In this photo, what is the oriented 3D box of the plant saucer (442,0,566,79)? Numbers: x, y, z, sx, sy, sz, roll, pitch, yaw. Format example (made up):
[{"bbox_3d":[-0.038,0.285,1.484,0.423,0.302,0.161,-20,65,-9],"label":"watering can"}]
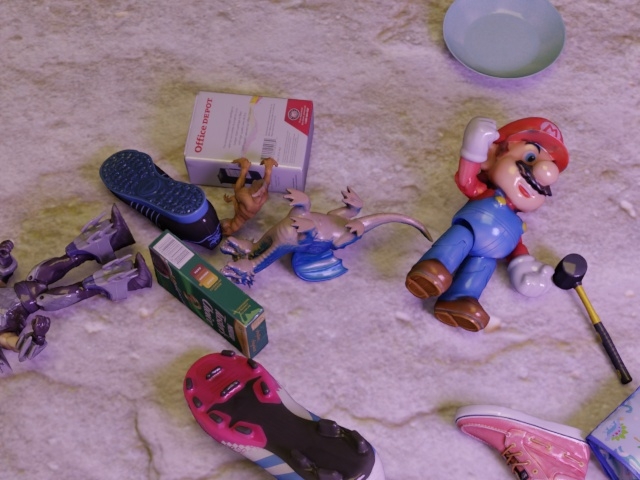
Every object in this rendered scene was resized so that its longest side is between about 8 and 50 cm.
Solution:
[{"bbox_3d":[0.290,-0.324,1.676,0.195,0.037,0.195,0,62,0],"label":"plant saucer"}]

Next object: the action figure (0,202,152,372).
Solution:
[{"bbox_3d":[-0.382,0.065,1.441,0.285,0.099,0.185,-27,69,-10],"label":"action figure"}]

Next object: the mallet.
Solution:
[{"bbox_3d":[0.373,0.103,1.424,0.039,0.062,0.189,-21,63,-9],"label":"mallet"}]

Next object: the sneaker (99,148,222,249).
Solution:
[{"bbox_3d":[-0.231,-0.055,1.519,0.081,0.090,0.232,-43,47,-19],"label":"sneaker"}]

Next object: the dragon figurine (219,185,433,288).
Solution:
[{"bbox_3d":[0.000,0.000,1.474,0.289,0.144,0.085,-3,57,-23],"label":"dragon figurine"}]

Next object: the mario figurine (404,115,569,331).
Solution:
[{"bbox_3d":[0.252,-0.041,1.438,0.170,0.198,0.320,21,67,26],"label":"mario figurine"}]

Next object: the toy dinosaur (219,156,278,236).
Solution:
[{"bbox_3d":[-0.090,-0.065,1.453,0.064,0.211,0.112,11,66,-16],"label":"toy dinosaur"}]

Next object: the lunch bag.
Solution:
[{"bbox_3d":[0.425,0.264,1.316,0.129,0.096,0.151,-37,76,-18],"label":"lunch bag"}]

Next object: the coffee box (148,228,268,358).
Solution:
[{"bbox_3d":[-0.151,0.074,1.421,0.184,0.113,0.040,38,67,18],"label":"coffee box"}]

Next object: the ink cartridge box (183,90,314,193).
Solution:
[{"bbox_3d":[-0.104,-0.146,1.564,0.175,0.072,0.127,6,62,4],"label":"ink cartridge box"}]

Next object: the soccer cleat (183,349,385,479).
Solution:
[{"bbox_3d":[-0.051,0.258,1.326,0.116,0.143,0.331,-40,44,-25],"label":"soccer cleat"}]

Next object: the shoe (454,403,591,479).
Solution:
[{"bbox_3d":[0.253,0.267,1.334,0.178,0.063,0.081,14,57,4],"label":"shoe"}]
